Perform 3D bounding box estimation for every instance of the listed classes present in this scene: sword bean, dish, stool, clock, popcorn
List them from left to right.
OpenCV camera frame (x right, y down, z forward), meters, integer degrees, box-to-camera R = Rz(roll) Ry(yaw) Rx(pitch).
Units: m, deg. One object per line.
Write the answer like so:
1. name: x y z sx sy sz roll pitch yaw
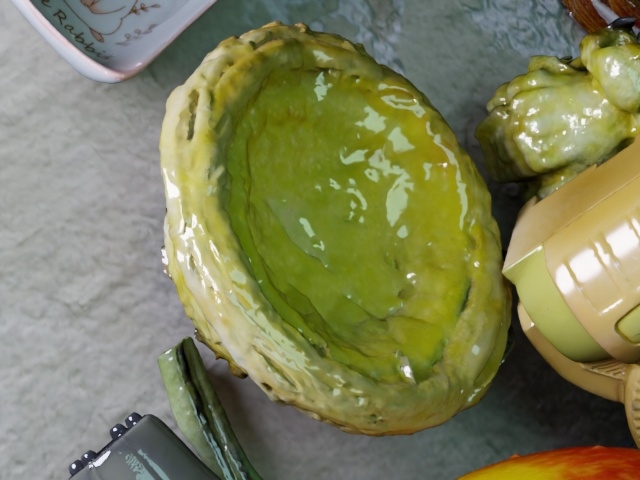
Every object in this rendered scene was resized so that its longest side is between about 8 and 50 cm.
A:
1. dish: -0.159 -0.217 1.311 0.151 0.077 0.212 47 54 -7
2. stool: -0.120 0.181 1.177 0.110 0.096 0.096 51 53 1
3. sword bean: -0.049 0.197 1.251 0.043 0.038 0.269 -30 90 -12
4. popcorn: 0.243 -0.100 1.453 0.168 0.195 0.173 13 60 -51
5. clock: 0.326 0.060 1.325 0.317 0.244 0.200 45 29 -16

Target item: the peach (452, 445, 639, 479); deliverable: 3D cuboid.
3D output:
1. peach: 0.192 0.313 1.164 0.370 0.370 0.370 12 66 -29

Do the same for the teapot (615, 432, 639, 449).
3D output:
1. teapot: 0.290 0.226 1.446 0.091 0.124 0.092 44 11 -32

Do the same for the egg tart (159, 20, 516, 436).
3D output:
1. egg tart: 0.000 0.000 1.287 0.345 0.132 0.345 19 55 -30

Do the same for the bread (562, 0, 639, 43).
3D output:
1. bread: 0.307 -0.265 1.636 0.160 0.073 0.160 13 65 -29
